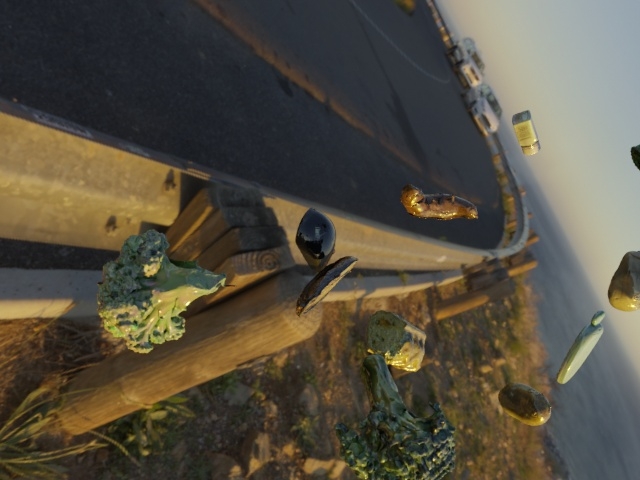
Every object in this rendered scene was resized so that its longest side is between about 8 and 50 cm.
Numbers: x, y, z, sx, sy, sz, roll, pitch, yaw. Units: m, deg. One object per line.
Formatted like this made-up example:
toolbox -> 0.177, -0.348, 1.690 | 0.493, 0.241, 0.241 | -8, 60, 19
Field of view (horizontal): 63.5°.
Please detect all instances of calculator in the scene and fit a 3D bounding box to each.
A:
calculator -> 0.900, 0.371, 1.782 | 0.184, 0.295, 0.042 | -5, 31, -46

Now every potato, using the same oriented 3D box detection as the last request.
potato -> 0.530, 0.422, 1.337 | 0.070, 0.092, 0.138 | 21, 1, -34

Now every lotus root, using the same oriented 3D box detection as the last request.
lotus root -> 0.004, 0.145, 1.748 | 0.078, 0.167, 0.329 | 40, 39, 11

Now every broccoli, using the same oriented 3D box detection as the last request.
broccoli -> 0.105, 0.339, 0.947 | 0.275, 0.198, 0.177 | 42, -37, 46

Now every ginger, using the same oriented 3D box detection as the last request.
ginger -> 0.418, -0.132, 1.894 | 0.309, 0.133, 0.107 | 9, 63, -25

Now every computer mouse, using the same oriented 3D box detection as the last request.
computer mouse -> 0.000, 0.000, 1.927 | 0.170, 0.100, 0.269 | -61, 153, -20

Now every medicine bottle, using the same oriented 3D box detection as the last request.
medicine bottle -> 0.613, -0.317, 1.539 | 0.118, 0.055, 0.074 | 58, 31, -27

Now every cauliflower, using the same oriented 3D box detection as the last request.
cauliflower -> -0.339, 0.102, 1.115 | 0.239, 0.315, 0.256 | 49, 35, -60

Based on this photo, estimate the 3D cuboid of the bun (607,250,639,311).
bun -> 0.902, 0.120, 1.473 | 0.166, 0.113, 0.173 | -33, 130, -34

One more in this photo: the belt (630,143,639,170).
belt -> 1.318, -0.335, 2.077 | 0.121, 0.079, 0.151 | 61, 17, -16

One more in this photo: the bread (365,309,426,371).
bread -> 0.311, 0.414, 2.117 | 0.238, 0.196, 0.252 | 30, -6, 47
